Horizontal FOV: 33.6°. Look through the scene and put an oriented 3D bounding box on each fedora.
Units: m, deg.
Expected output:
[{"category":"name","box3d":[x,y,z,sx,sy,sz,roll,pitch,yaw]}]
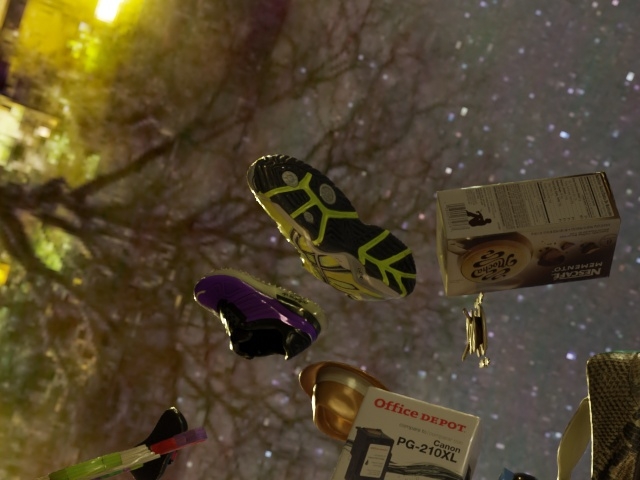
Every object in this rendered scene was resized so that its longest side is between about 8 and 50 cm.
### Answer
[{"category":"fedora","box3d":[0.040,0.289,1.825,0.194,0.194,0.079,-51,-170,51]}]

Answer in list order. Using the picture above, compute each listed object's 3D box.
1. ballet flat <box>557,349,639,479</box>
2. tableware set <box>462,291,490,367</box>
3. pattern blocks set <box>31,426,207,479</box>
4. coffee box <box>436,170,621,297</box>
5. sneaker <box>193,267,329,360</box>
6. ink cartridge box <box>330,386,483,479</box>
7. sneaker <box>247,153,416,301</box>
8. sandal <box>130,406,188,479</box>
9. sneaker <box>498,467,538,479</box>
[{"category":"ballet flat","box3d":[0.432,0.396,1.564,0.182,0.164,0.483,6,-86,44]},{"category":"tableware set","box3d":[0.272,0.166,1.898,0.194,0.039,0.128,65,21,-80]},{"category":"pattern blocks set","box3d":[-0.305,0.306,1.391,0.285,0.325,0.026,115,-42,-78]},{"category":"coffee box","box3d":[0.358,-0.010,1.860,0.168,0.297,0.119,83,0,-50]},{"category":"sneaker","box3d":[-0.143,0.151,2.028,0.146,0.293,0.102,-51,144,-37]},{"category":"ink cartridge box","box3d":[0.109,0.340,1.456,0.100,0.172,0.237,77,32,-55]},{"category":"sneaker","box3d":[0.000,0.000,1.885,0.147,0.385,0.145,-25,-145,40]},{"category":"sandal","box3d":[-0.250,0.327,1.680,0.040,0.067,0.179,-18,152,-52]},{"category":"sneaker","box3d":[0.285,0.467,1.615,0.081,0.090,0.232,77,34,-68]}]
